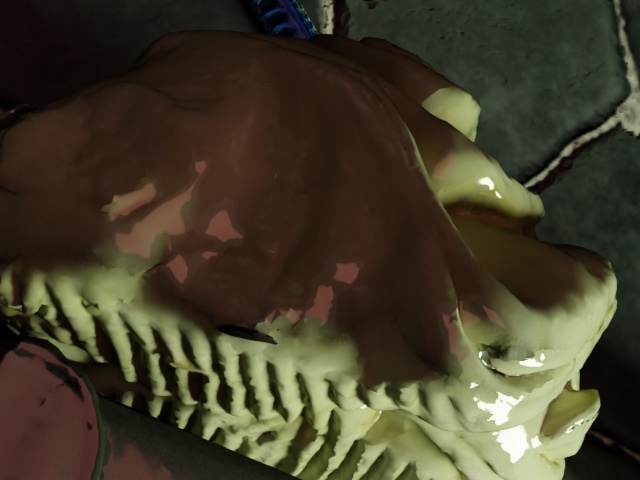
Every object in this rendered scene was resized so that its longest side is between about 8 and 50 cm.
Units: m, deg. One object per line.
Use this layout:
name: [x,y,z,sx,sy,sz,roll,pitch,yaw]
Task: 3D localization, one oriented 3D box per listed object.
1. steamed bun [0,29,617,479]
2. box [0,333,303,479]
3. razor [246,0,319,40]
steamed bun: [0.000,0.000,0.857,0.394,0.347,0.237,34,60,-34]
box: [-0.155,0.253,0.780,0.204,0.251,0.345,24,71,-18]
razor: [-0.027,-0.147,1.036,0.324,0.093,0.056,51,29,-11]
